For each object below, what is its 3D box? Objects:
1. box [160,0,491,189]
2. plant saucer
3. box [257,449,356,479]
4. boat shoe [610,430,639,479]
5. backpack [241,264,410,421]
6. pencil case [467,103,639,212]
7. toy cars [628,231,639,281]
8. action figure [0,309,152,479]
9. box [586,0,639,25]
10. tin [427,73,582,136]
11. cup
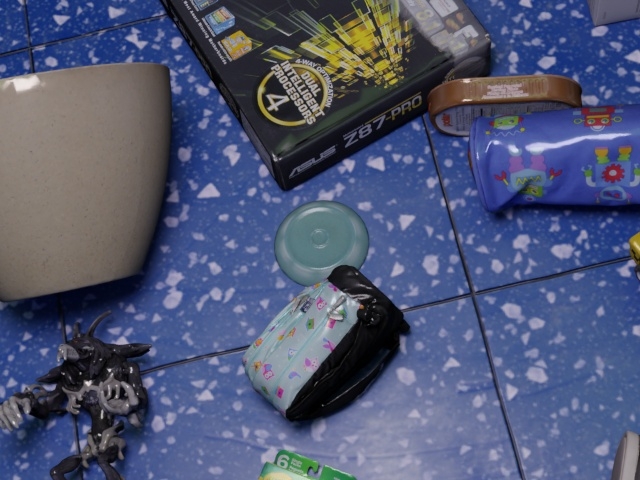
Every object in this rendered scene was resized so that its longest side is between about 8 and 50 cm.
[{"bbox_3d":[-0.013,-0.302,1.583,0.318,0.097,0.395,-28,66,-9],"label":"box"},{"bbox_3d":[0.000,0.000,1.490,0.119,0.021,0.119,-2,67,6],"label":"plant saucer"},{"bbox_3d":[-0.037,0.326,1.342,0.105,0.043,0.179,18,68,14],"label":"box"},{"bbox_3d":[0.335,0.348,1.228,0.095,0.112,0.335,11,55,9],"label":"boat shoe"},{"bbox_3d":[0.002,0.119,1.383,0.182,0.152,0.115,-47,63,0],"label":"backpack"},{"bbox_3d":[0.328,-0.095,1.419,0.306,0.133,0.119,-2,34,15],"label":"pencil case"},{"bbox_3d":[0.530,0.087,1.354,0.393,0.087,0.177,15,74,10],"label":"toy cars"},{"bbox_3d":[-0.267,0.202,1.374,0.164,0.141,0.276,-17,67,12],"label":"action figure"},{"bbox_3d":[0.424,-0.379,1.512,0.180,0.182,0.119,-11,66,3],"label":"box"},{"bbox_3d":[0.226,-0.165,1.486,0.189,0.106,0.040,-2,67,7],"label":"tin"},{"bbox_3d":[-0.319,-0.059,1.424,0.331,0.331,0.237,-11,92,2],"label":"cup"}]
